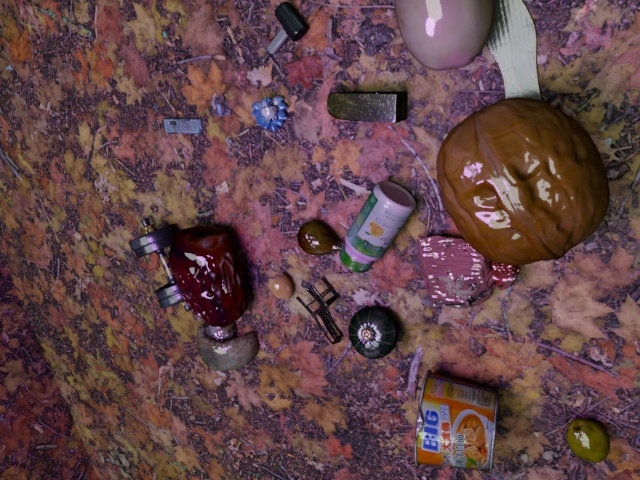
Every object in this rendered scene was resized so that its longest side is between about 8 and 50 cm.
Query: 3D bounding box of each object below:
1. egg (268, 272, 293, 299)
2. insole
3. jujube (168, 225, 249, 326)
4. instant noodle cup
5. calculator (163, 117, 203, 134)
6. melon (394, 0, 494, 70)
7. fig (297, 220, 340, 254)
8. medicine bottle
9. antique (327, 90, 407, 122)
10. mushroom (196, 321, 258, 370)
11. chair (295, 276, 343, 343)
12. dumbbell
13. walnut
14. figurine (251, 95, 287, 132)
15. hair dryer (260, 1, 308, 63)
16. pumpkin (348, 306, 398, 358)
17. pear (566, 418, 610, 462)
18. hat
[{"bbox_3d":[-0.136,0.163,1.839,0.080,0.080,0.096,-17,100,34],"label":"egg"},{"bbox_3d":[0.473,-0.437,1.288,0.119,0.009,0.348,-8,105,32],"label":"insole"},{"bbox_3d":[-0.388,0.119,1.878,0.259,0.258,0.376,-7,118,32],"label":"jujube"},{"bbox_3d":[0.409,0.541,1.569,0.214,0.296,0.296,4,111,19],"label":"instant noodle cup"},{"bbox_3d":[-0.483,-0.400,1.855,0.172,0.018,0.057,9,112,28],"label":"calculator"},{"bbox_3d":[0.283,-0.558,1.221,0.223,0.223,0.316,-4,104,31],"label":"melon"},{"bbox_3d":[0.000,0.000,1.682,0.155,0.103,0.109,16,139,33],"label":"fig"},{"bbox_3d":[0.159,-0.033,1.559,0.133,0.133,0.274,38,124,12],"label":"medicine bottle"},{"bbox_3d":[0.125,-0.375,1.474,0.221,0.081,0.080,9,111,28],"label":"antique"},{"bbox_3d":[-0.386,0.418,2.037,0.267,0.164,0.189,19,116,23],"label":"mushroom"},{"bbox_3d":[0.028,0.239,1.775,0.212,0.084,0.101,51,129,3],"label":"chair"},{"bbox_3d":[-0.583,0.095,2.009,0.185,0.185,0.388,-18,99,34],"label":"dumbbell"},{"bbox_3d":[0.462,-0.130,1.234,0.354,0.308,0.397,-35,88,40],"label":"walnut"},{"bbox_3d":[-0.154,-0.385,1.631,0.114,0.079,0.114,-1,94,-13],"label":"figurine"},{"bbox_3d":[-0.126,-0.594,1.554,0.198,0.057,0.100,-38,86,41],"label":"hair dryer"},{"bbox_3d":[0.168,0.294,1.688,0.167,0.125,0.167,0,90,15],"label":"pumpkin"},{"bbox_3d":[0.747,0.557,1.473,0.107,0.107,0.131,-33,102,35],"label":"pear"},{"bbox_3d":[0.408,0.092,1.479,0.287,0.107,0.236,-1,119,35],"label":"hat"}]
